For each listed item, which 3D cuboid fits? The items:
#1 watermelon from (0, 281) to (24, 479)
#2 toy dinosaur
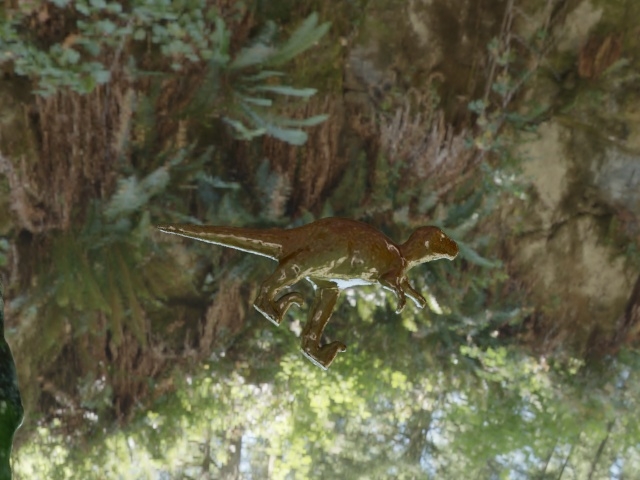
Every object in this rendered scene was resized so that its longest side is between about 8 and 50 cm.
[{"bbox_3d":[-0.230,0.127,0.400,0.151,0.302,0.264,-2,-111,-35],"label":"watermelon"},{"bbox_3d":[0.000,0.000,0.518,0.162,0.039,0.126,43,-106,-8],"label":"toy dinosaur"}]
